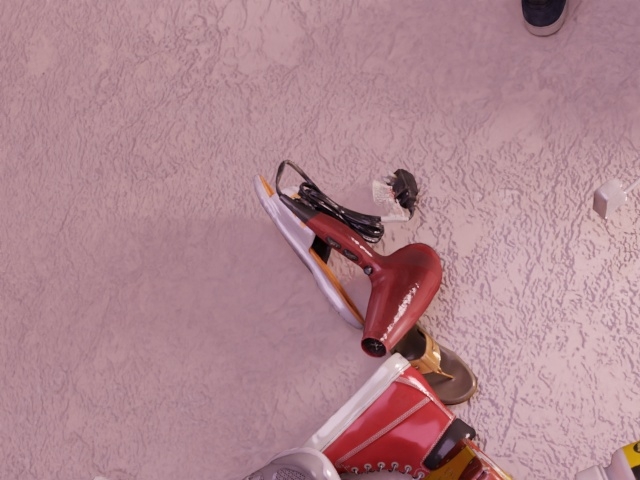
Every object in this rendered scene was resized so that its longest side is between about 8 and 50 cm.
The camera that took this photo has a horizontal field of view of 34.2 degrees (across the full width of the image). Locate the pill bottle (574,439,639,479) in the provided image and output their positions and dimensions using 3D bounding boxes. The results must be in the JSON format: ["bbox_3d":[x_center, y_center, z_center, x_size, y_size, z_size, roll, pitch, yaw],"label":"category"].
[{"bbox_3d":[0.408,0.278,1.192,0.208,0.119,0.119,-24,65,10],"label":"pill bottle"}]

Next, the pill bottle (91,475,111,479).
[{"bbox_3d":[-0.340,0.432,1.397,0.221,0.121,0.121,-47,64,-1],"label":"pill bottle"}]

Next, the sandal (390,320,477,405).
[{"bbox_3d":[0.130,0.147,1.374,0.072,0.049,0.180,-42,64,2],"label":"sandal"}]

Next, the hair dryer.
[{"bbox_3d":[0.055,0.026,1.376,0.223,0.080,0.293,0,54,-24],"label":"hair dryer"}]

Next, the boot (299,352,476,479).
[{"bbox_3d":[0.075,0.289,1.330,0.176,0.088,0.244,46,100,11],"label":"boot"}]

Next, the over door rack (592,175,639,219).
[{"bbox_3d":[0.516,-0.044,1.259,0.324,0.108,0.239,-34,63,-18],"label":"over door rack"}]

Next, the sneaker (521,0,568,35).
[{"bbox_3d":[0.310,-0.425,1.451,0.086,0.163,0.226,-2,69,20],"label":"sneaker"}]

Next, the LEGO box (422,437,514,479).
[{"bbox_3d":[0.133,0.524,1.090,0.372,0.193,0.500,43,89,1],"label":"LEGO box"}]

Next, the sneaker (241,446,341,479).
[{"bbox_3d":[-0.088,0.352,1.294,0.281,0.115,0.105,-36,85,31],"label":"sneaker"}]

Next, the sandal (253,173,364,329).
[{"bbox_3d":[0.003,0.003,1.448,0.076,0.102,0.265,-37,72,2],"label":"sandal"}]
